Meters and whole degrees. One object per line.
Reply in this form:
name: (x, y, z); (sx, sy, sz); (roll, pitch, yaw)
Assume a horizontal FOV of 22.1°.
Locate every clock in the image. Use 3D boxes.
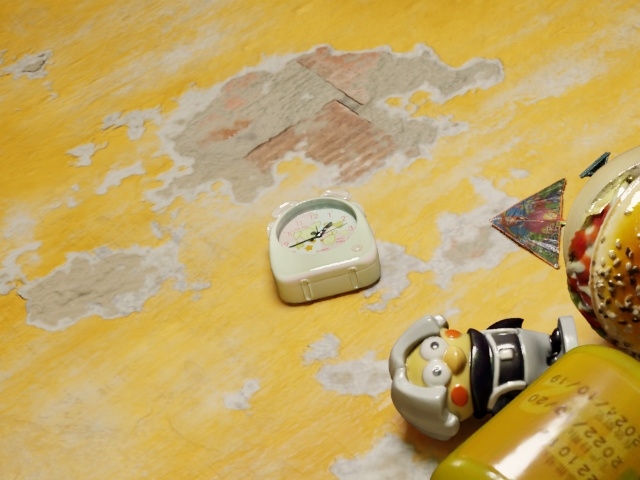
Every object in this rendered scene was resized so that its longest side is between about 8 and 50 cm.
clock: (0.000, 0.000, 2.347); (0.151, 0.062, 0.191); (-14, 40, 1)

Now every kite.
kite: (0.319, -0.027, 2.326); (0.159, 0.010, 0.190); (0, 45, 14)

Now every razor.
razor: (0.460, -0.063, 2.315); (0.190, 0.033, 0.066); (30, 57, 33)

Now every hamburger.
hamburger: (0.446, 0.021, 2.035); (0.300, 0.300, 0.176); (-21, 26, -8)

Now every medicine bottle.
medicine bottle: (0.230, 0.306, 1.814); (0.384, 0.224, 0.224); (-36, 45, -25)

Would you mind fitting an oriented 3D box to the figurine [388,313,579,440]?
figurine: (0.204, 0.174, 2.046); (0.236, 0.133, 0.176); (-4, 60, 3)
